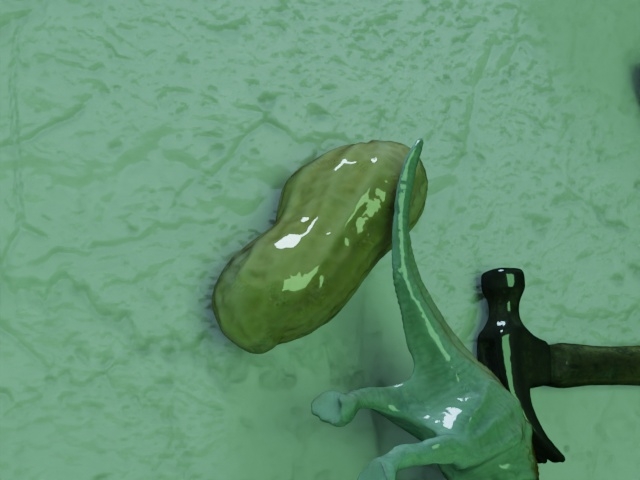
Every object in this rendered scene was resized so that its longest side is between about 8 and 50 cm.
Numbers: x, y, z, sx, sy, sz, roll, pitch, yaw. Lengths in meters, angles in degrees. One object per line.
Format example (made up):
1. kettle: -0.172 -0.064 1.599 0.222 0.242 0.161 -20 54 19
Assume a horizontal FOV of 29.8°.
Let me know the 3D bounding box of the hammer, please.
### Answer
1. hammer: 0.333 0.113 1.119 0.439 0.044 0.168 2 82 -28

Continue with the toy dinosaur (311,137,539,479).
1. toy dinosaur: 0.084 0.123 0.891 0.205 0.092 0.393 3 70 -39

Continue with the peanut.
1. peanut: 0.000 0.000 0.925 0.098 0.090 0.214 43 64 -6
